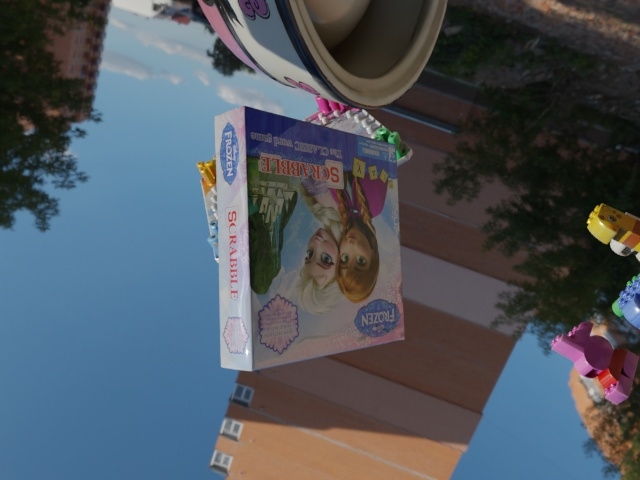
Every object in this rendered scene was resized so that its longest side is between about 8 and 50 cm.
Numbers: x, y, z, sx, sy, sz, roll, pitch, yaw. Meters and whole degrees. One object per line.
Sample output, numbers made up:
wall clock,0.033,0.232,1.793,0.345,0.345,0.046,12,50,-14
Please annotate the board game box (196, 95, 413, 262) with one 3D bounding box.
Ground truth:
board game box,-0.065,-0.158,1.080,0.050,0.390,0.390,60,-179,-32

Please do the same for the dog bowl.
dog bowl,0.009,-0.357,0.606,0.150,0.408,0.408,12,-168,32

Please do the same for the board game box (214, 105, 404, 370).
board game box,0.000,0.000,0.768,0.066,0.318,0.318,-5,176,43

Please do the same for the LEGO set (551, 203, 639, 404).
LEGO set,0.289,0.025,0.521,0.093,0.087,0.227,30,-125,14
